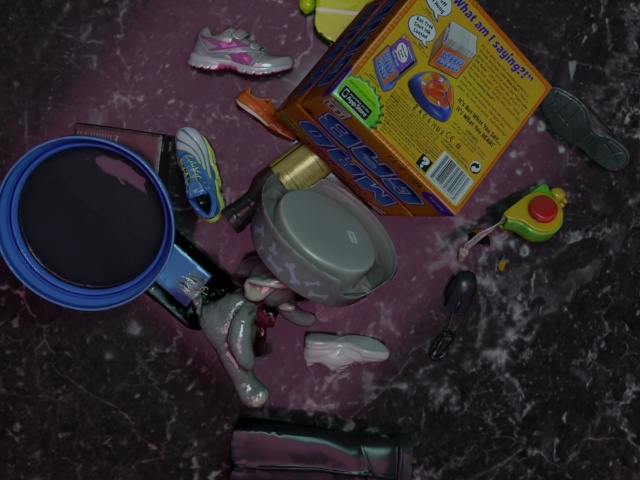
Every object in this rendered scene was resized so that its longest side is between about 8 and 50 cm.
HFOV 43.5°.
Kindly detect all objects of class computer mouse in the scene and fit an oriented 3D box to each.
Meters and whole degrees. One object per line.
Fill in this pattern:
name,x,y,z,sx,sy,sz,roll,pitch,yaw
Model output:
computer mouse,0.331,0.190,2.007,0.071,0.041,0.242,18,96,-5

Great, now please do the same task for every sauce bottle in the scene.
sauce bottle,-0.083,-0.147,1.916,0.344,0.111,0.111,-36,96,0

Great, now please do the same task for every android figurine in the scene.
android figurine,0.073,-0.573,1.910,0.248,0.056,0.273,3,95,-3

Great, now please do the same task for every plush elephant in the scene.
plush elephant,-0.135,0.155,1.839,0.255,0.272,0.330,-29,108,7

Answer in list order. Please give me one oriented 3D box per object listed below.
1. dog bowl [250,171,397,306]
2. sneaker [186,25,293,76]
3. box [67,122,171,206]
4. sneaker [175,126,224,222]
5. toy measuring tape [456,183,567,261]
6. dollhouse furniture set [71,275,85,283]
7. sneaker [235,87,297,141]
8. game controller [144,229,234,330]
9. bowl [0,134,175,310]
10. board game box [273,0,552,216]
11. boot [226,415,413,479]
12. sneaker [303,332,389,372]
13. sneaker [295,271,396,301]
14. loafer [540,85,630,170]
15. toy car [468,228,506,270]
dog bowl,0.000,0.000,1.778,0.348,0.349,0.102,36,122,-5
sneaker,-0.186,-0.447,1.889,0.252,0.103,0.111,7,97,-4
box,-0.465,-0.178,1.872,0.203,0.168,0.167,8,96,-3
sneaker,-0.286,-0.156,1.903,0.091,0.126,0.240,-20,97,0
toy measuring tape,0.480,-0.021,1.928,0.330,0.121,0.121,-35,97,-18
dollhouse furniture set,-0.537,0.064,1.922,0.123,0.144,0.151,-39,82,-3
sneaker,-0.122,-0.302,1.928,0.175,0.064,0.067,38,83,-8
game controller,-0.361,0.069,1.928,0.319,0.067,0.166,42,55,-7
bowl,-0.512,-0.041,1.772,0.391,0.077,0.391,0,105,-1
board game box,0.187,-0.299,1.724,0.356,0.356,0.356,42,78,-17
boot,-0.014,0.639,1.984,0.445,0.146,0.367,6,86,-7
sneaker,0.064,0.289,1.998,0.212,0.080,0.094,6,107,4
sneaker,0.054,0.105,1.959,0.283,0.107,0.124,-27,102,1
loafer,0.645,-0.278,1.964,0.267,0.084,0.096,43,124,-2
toy car,0.418,0.019,2.005,0.040,0.060,0.122,-51,120,-39
